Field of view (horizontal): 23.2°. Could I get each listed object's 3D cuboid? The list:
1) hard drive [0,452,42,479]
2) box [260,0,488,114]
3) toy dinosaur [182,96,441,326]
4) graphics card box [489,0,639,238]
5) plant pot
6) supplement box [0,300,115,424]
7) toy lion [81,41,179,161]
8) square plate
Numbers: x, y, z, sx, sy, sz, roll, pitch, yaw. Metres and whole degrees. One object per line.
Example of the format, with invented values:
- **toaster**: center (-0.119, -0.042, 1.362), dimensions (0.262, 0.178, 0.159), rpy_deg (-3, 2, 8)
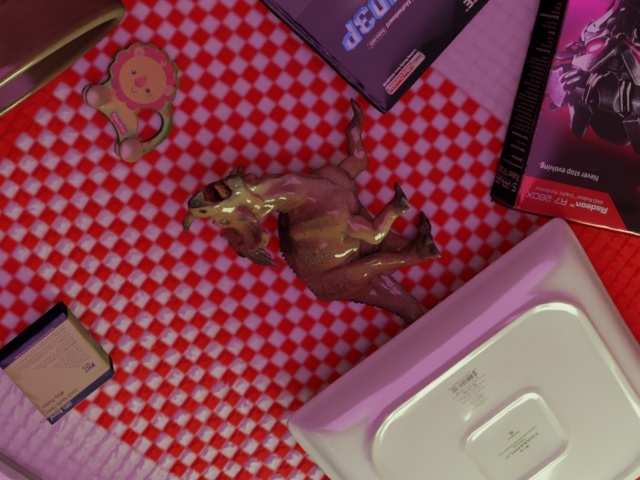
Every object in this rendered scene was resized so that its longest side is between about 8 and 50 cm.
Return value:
- **hard drive**: center (-0.433, 0.262, 1.559), dimensions (0.307, 0.040, 0.203), rpy_deg (37, 89, -15)
- **box**: center (0.071, -0.264, 1.540), dimensions (0.175, 0.051, 0.220), rpy_deg (43, 91, -15)
- **toy dinosaur**: center (0.000, 0.000, 1.553), dimensions (0.200, 0.127, 0.295), rpy_deg (-30, 121, 8)
- **graphics card box**: center (0.332, -0.189, 1.581), dimensions (0.233, 0.094, 0.370), rpy_deg (12, 98, -12)
- **plant pot**: center (-0.342, -0.220, 1.385), dimensions (0.263, 0.263, 0.229), rpy_deg (-36, 95, -1)
- **supplement box**: center (-0.264, 0.122, 1.557), dimensions (0.083, 0.056, 0.083), rpy_deg (-39, 105, -1)
- **toy lion**: center (-0.179, -0.141, 1.535), dimensions (0.096, 0.034, 0.100), rpy_deg (-33, 105, -10)
- **square plate**: center (0.192, 0.200, 1.611), dimensions (0.347, 0.049, 0.344), rpy_deg (-37, 122, -1)
